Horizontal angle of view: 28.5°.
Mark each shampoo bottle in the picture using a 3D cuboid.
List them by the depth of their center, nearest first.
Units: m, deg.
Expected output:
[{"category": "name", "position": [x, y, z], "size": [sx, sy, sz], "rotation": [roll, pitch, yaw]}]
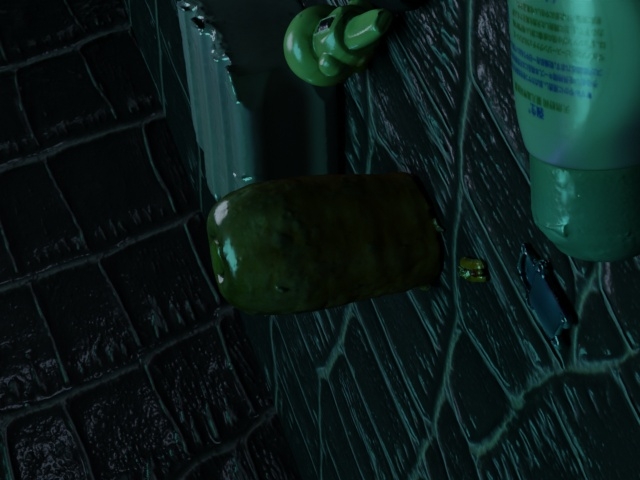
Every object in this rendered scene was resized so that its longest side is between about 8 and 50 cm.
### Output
[{"category": "shampoo bottle", "position": [0.272, -0.144, 1.224], "size": [0.222, 0.151, 0.349], "rotation": [37, 138, 58]}]

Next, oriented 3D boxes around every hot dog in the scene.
[{"category": "hot dog", "position": [0.219, 0.043, 1.831], "size": [0.083, 0.021, 0.037], "rotation": [179, 78, -73]}]

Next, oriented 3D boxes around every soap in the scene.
[{"category": "soap", "position": [-0.109, -0.226, 2.400], "size": [0.350, 0.213, 0.435], "rotation": [-125, 25, -46]}]

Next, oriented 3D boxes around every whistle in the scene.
[{"category": "whistle", "position": [0.045, -0.311, 1.994], "size": [0.294, 0.141, 0.141], "rotation": [10, 115, 54]}]

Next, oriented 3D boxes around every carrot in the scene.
[{"category": "carrot", "position": [0.000, 0.000, 1.986], "size": [0.224, 0.340, 0.224], "rotation": [169, 90, -77]}]

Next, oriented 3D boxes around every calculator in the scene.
[{"category": "calculator", "position": [0.286, 0.069, 1.621], "size": [0.094, 0.019, 0.141], "rotation": [96, 156, -51]}]

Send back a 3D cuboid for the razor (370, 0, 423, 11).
[{"category": "razor", "position": [0.092, -0.368, 1.807], "size": [0.090, 0.054, 0.148], "rotation": [38, -179, -27]}]
